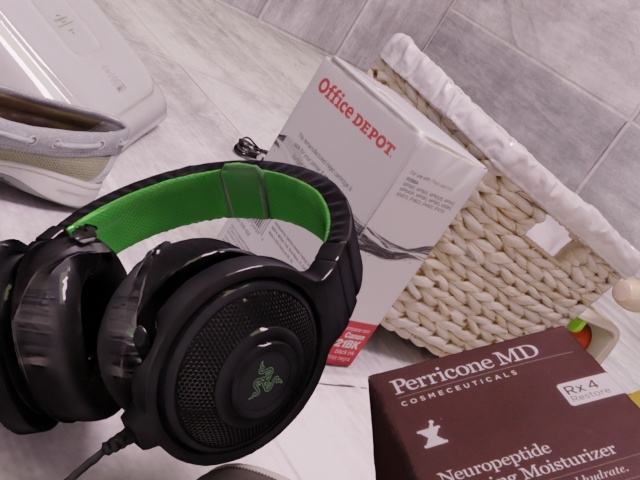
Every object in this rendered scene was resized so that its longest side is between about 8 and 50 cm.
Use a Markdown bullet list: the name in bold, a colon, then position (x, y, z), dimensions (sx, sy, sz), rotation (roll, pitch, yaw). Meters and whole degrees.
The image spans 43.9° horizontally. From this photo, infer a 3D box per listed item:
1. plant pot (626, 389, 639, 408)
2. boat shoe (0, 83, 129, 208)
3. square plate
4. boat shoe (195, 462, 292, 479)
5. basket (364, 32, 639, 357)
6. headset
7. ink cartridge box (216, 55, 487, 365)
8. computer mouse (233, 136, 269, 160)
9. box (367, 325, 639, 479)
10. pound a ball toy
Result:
- **plant pot**: position (0.347, 0.250, 0.764), dimensions (0.254, 0.254, 0.239), rotation (34, 3, 4)
- **boat shoe**: position (-0.311, -0.121, 0.741), dimensions (0.118, 0.103, 0.320), rotation (42, 8, 32)
- **square plate**: position (-0.342, -0.268, 1.025), dimensions (0.344, 0.049, 0.347), rotation (51, 18, -14)
- **boat shoe**: position (0.023, 0.251, 0.403), dimensions (0.335, 0.112, 0.095), rotation (45, 17, 23)
- **basket**: position (0.175, -0.039, 1.061), dimensions (0.328, 0.266, 0.331), rotation (31, 20, -38)
- **headset**: position (-0.125, 0.042, 0.485), dimensions (0.243, 0.185, 0.394), rotation (3, 37, 23)
- **ink cartridge box**: position (0.020, -0.032, 0.867), dimensions (0.114, 0.273, 0.197), rotation (16, 25, -41)
- **computer mouse**: position (-0.079, -0.108, 1.280), dimensions (0.106, 0.042, 0.193), rotation (30, 12, -24)
- **box**: position (0.144, 0.198, 0.554), dimensions (0.168, 0.167, 0.203), rotation (-13, 32, -10)
- **pound a ball toy**: position (0.385, 0.085, 1.273), dimensions (0.136, 0.208, 0.319), rotation (21, 20, -30)
